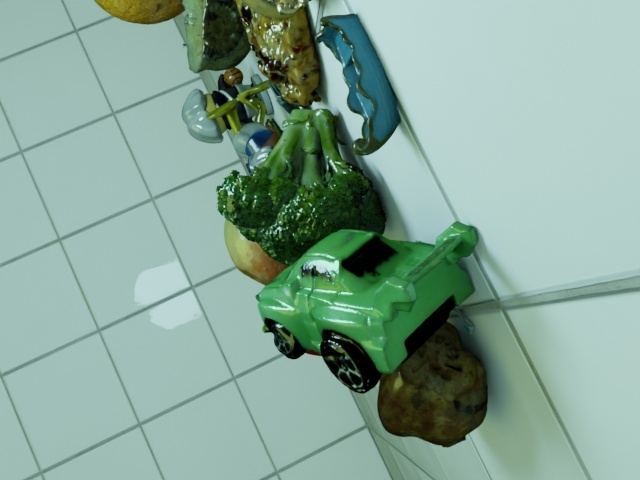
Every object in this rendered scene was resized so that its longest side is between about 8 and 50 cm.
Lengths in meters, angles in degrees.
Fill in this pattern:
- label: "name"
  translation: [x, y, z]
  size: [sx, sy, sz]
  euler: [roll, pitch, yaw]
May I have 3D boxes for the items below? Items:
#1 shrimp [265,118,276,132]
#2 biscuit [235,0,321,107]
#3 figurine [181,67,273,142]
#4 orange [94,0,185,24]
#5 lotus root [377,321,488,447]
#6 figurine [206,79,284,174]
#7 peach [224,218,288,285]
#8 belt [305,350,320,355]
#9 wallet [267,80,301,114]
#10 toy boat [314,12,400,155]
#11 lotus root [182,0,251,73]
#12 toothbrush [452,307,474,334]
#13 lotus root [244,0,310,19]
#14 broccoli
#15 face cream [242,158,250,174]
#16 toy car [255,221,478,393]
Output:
- label: "shrimp"
  translation: [-0.114, -0.250, 1.800]
  size: [0.294, 0.062, 0.154]
  euler: [-126, 20, -60]
- label: "biscuit"
  translation: [-0.092, -0.396, 1.161]
  size: [0.289, 0.081, 0.334]
  euler: [52, 163, 54]
- label: "figurine"
  translation: [-0.265, -0.369, 1.770]
  size: [0.176, 0.236, 0.133]
  euler: [63, 172, 5]
- label: "orange"
  translation: [-0.464, -0.739, 1.658]
  size: [0.322, 0.322, 0.357]
  euler: [85, 164, -67]
- label: "lotus root"
  translation: [0.179, 0.236, 1.036]
  size: [0.291, 0.193, 0.193]
  euler: [85, 158, -60]
- label: "figurine"
  translation: [-0.093, -0.190, 1.536]
  size: [0.283, 0.204, 0.338]
  euler: [20, 138, 57]
- label: "peach"
  translation: [-0.097, 0.005, 1.405]
  size: [0.233, 0.232, 0.232]
  euler: [63, 171, 17]
- label: "belt"
  translation: [0.038, 0.150, 1.382]
  size: [0.324, 0.227, 0.115]
  euler: [15, 127, 67]
- label: "wallet"
  translation: [-0.062, -0.278, 1.350]
  size: [0.129, 0.026, 0.088]
  euler: [42, -169, -46]
- label: "toy boat"
  translation: [0.043, -0.205, 0.858]
  size: [0.186, 0.077, 0.075]
  euler: [65, 171, 0]
- label: "lotus root"
  translation: [-0.224, -0.512, 1.448]
  size: [0.260, 0.149, 0.267]
  euler: [-139, 43, -61]
- label: "toothbrush"
  translation: [0.195, 0.096, 1.010]
  size: [0.162, 0.014, 0.017]
  euler: [-126, 33, -57]
- label: "lotus root"
  translation: [-0.072, -0.391, 0.931]
  size: [0.221, 0.118, 0.125]
  euler: [62, -173, 28]
- label: "broccoli"
  translation: [-0.036, -0.090, 1.173]
  size: [0.321, 0.303, 0.284]
  euler: [161, 115, -79]
- label: "face cream"
  translation: [-0.149, -0.176, 1.740]
  size: [0.107, 0.073, 0.269]
  euler: [92, 155, -62]
- label: "toy car"
  translation: [0.055, 0.068, 0.909]
  size: [0.358, 0.213, 0.177]
  euler: [11, 131, 51]
